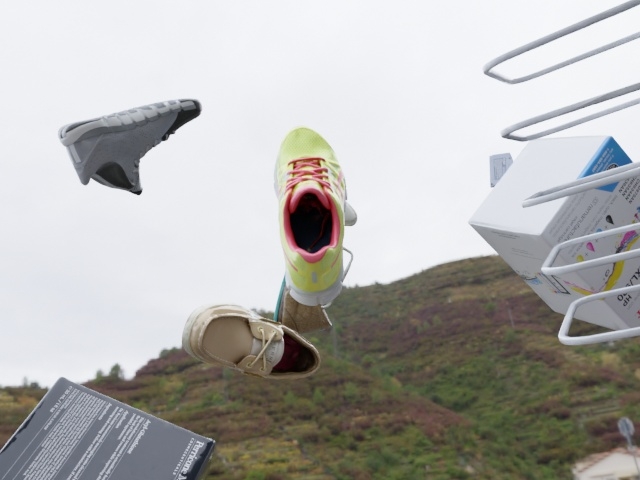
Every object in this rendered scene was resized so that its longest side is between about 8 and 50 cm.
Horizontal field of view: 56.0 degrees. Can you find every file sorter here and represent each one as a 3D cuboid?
[{"bbox_3d":[0.282,-0.065,0.565,0.173,0.278,0.192,-16,0,28],"label":"file sorter"}]

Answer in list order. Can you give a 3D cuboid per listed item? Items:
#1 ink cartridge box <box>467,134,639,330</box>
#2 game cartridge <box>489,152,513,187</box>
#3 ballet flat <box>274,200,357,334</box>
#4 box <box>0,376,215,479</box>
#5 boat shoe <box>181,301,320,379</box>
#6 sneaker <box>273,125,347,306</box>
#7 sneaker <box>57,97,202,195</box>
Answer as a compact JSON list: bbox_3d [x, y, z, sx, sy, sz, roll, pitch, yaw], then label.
[{"bbox_3d":[0.378,-0.010,0.871,0.232,0.171,0.168,40,-8,-20],"label":"ink cartridge box"},{"bbox_3d":[0.416,-0.161,1.378,0.055,0.083,0.017,-6,-26,26],"label":"game cartridge"},{"bbox_3d":[0.000,0.000,1.070,0.124,0.343,0.116,6,-9,6],"label":"ballet flat"},{"bbox_3d":[-0.238,0.284,0.563,0.184,0.261,0.103,20,-51,6],"label":"box"},{"bbox_3d":[-0.058,0.100,0.581,0.059,0.063,0.170,12,-8,36],"label":"boat shoe"},{"bbox_3d":[-0.008,-0.044,0.625,0.081,0.209,0.094,-8,-28,-1],"label":"sneaker"},{"bbox_3d":[-0.283,-0.143,0.954,0.228,0.132,0.086,-22,19,-28],"label":"sneaker"}]
